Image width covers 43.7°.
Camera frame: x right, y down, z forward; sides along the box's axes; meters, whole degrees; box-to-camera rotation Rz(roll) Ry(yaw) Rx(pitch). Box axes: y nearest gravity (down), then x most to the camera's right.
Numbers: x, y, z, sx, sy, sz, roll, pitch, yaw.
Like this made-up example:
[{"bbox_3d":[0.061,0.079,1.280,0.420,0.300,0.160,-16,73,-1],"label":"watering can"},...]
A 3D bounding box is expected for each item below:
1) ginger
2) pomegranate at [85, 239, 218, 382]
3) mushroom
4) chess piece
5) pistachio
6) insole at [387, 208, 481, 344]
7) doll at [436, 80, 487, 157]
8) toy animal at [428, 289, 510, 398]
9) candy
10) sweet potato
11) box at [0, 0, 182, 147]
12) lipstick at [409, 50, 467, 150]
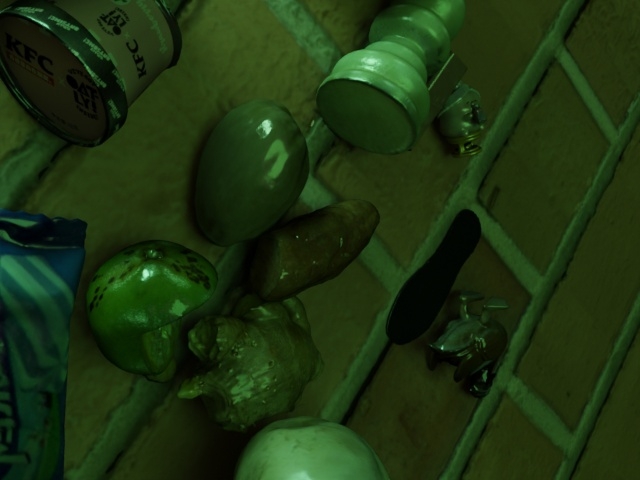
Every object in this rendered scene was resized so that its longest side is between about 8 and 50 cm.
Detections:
[{"bbox_3d":[-0.081,0.146,0.947,0.216,0.102,0.157,-19,99,-47],"label":"ginger"},{"bbox_3d":[-0.191,0.075,0.857,0.123,0.169,0.143,23,41,-12],"label":"pomegranate"},{"bbox_3d":[-0.029,0.384,0.888,0.315,0.315,0.356,38,80,-33],"label":"mushroom"},{"bbox_3d":[0.114,-0.252,1.064,0.144,0.144,0.251,46,61,-30],"label":"chess piece"},{"bbox_3d":[-0.081,-0.077,0.940,0.126,0.108,0.185,23,85,-12],"label":"pistachio"},{"bbox_3d":[0.176,0.056,1.209,0.253,0.005,0.086,-52,122,-23],"label":"insole"},{"bbox_3d":[0.211,-0.188,1.171,0.073,0.084,0.127,-22,109,-26],"label":"doll"},{"bbox_3d":[0.220,0.172,1.207,0.188,0.089,0.179,-13,113,-41],"label":"toy animal"},{"bbox_3d":[-0.325,0.132,0.779,0.187,0.077,0.330,9,84,-40],"label":"candy"},{"bbox_3d":[0.000,0.000,1.010,0.252,0.097,0.097,-33,113,-46],"label":"sweet potato"},{"bbox_3d":[-0.226,-0.190,0.797,0.135,0.151,0.151,-51,121,-35],"label":"box"},{"bbox_3d":[0.145,-0.198,1.124,0.045,0.045,0.145,38,84,-34],"label":"lipstick"}]
